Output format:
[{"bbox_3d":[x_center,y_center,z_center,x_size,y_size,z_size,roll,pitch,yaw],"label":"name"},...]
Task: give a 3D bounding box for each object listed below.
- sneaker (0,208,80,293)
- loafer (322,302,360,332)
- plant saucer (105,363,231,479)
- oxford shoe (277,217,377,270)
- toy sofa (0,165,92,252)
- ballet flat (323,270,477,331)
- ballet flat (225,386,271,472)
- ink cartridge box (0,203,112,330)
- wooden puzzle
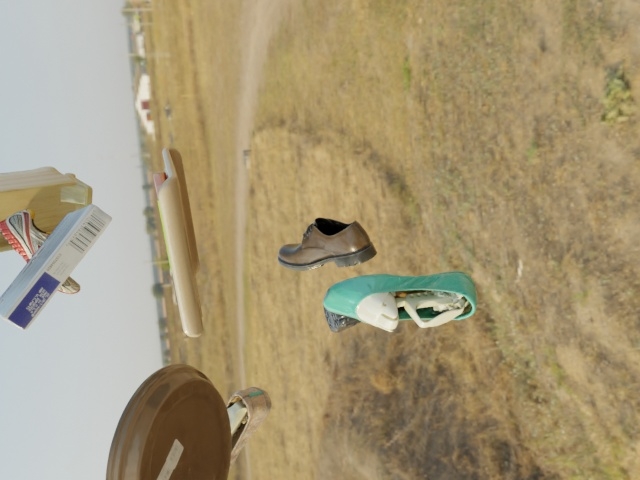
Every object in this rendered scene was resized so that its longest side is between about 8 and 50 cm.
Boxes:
[{"bbox_3d":[-0.614,0.028,1.523,0.225,0.092,0.088,55,165,-15],"label":"sneaker"},{"bbox_3d":[0.054,0.148,1.409,0.223,0.078,0.076,139,115,-79],"label":"loafer"},{"bbox_3d":[-0.205,0.320,0.986,0.278,0.041,0.278,-1,-90,-66],"label":"plant saucer"},{"bbox_3d":[0.000,0.000,1.281,0.227,0.083,0.096,-11,109,40],"label":"oxford shoe"},{"bbox_3d":[-0.741,-0.065,1.608,0.177,0.362,0.150,25,116,34],"label":"toy sofa"},{"bbox_3d":[0.130,0.097,1.057,0.087,0.247,0.083,-104,12,-50],"label":"ballet flat"},{"bbox_3d":[-0.229,0.447,1.478,0.107,0.106,0.316,35,96,27],"label":"ballet flat"},{"bbox_3d":[-0.453,0.043,1.139,0.223,0.045,0.224,-57,24,-17],"label":"ink cartridge box"},{"bbox_3d":[-0.206,-0.005,0.973,0.239,0.044,0.221,-119,21,-69],"label":"wooden puzzle"}]
